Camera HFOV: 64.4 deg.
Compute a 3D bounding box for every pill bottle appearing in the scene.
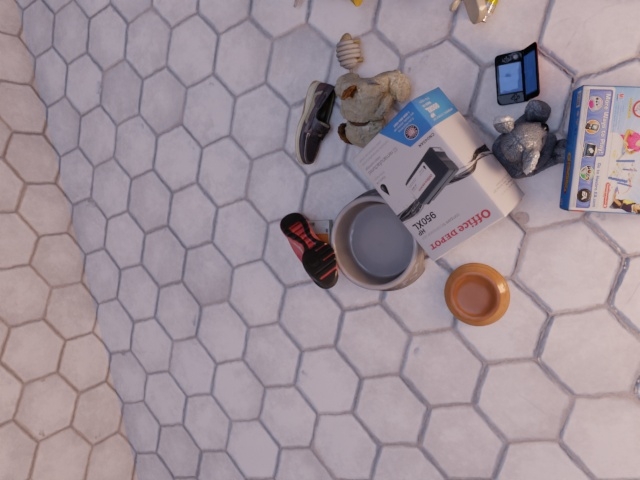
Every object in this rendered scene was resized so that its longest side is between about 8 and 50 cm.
[{"bbox_3d":[0.476,-0.668,1.449,0.043,0.043,0.083,30,111,23],"label":"pill bottle"}]

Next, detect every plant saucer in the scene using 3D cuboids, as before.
[{"bbox_3d":[0.476,0.169,1.565,0.199,0.037,0.200,4,98,30],"label":"plant saucer"}]

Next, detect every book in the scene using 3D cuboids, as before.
[{"bbox_3d":[0.000,0.000,1.816,0.096,0.035,0.144,0,96,34],"label":"book"}]

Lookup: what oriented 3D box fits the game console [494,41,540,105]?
[{"bbox_3d":[0.545,-0.460,1.414,0.124,0.085,0.144,-2,95,29],"label":"game console"}]

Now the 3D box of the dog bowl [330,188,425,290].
[{"bbox_3d":[0.187,0.004,1.670,0.348,0.102,0.349,4,99,28],"label":"dog bowl"}]

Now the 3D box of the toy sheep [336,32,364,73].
[{"bbox_3d":[0.094,-0.606,1.653,0.091,0.091,0.132,-7,99,30],"label":"toy sheep"}]

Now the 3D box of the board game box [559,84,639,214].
[{"bbox_3d":[0.777,-0.218,1.257,0.301,0.086,0.309,5,98,9],"label":"board game box"}]

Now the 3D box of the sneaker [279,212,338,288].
[{"bbox_3d":[-0.023,0.043,1.750,0.115,0.136,0.314,-30,61,-5],"label":"sneaker"}]

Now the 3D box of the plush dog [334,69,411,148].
[{"bbox_3d":[0.144,-0.398,1.610,0.262,0.211,0.226,7,126,31],"label":"plush dog"}]

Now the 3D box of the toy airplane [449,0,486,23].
[{"bbox_3d":[0.349,-0.839,1.369,0.384,0.272,0.386,46,149,30],"label":"toy airplane"}]

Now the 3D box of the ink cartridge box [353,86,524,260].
[{"bbox_3d":[0.330,-0.181,1.454,0.395,0.166,0.285,52,137,3],"label":"ink cartridge box"}]

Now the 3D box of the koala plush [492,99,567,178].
[{"bbox_3d":[0.544,-0.255,1.363,0.203,0.221,0.196,-34,80,29],"label":"koala plush"}]

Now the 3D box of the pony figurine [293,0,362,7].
[{"bbox_3d":[-0.008,-0.902,1.567,0.363,0.302,0.351,25,137,40],"label":"pony figurine"}]

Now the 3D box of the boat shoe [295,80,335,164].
[{"bbox_3d":[-0.012,-0.396,1.731,0.092,0.102,0.286,18,99,31],"label":"boat shoe"}]
